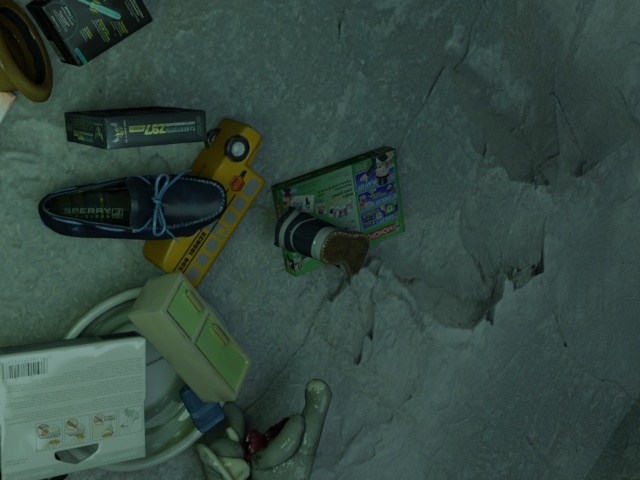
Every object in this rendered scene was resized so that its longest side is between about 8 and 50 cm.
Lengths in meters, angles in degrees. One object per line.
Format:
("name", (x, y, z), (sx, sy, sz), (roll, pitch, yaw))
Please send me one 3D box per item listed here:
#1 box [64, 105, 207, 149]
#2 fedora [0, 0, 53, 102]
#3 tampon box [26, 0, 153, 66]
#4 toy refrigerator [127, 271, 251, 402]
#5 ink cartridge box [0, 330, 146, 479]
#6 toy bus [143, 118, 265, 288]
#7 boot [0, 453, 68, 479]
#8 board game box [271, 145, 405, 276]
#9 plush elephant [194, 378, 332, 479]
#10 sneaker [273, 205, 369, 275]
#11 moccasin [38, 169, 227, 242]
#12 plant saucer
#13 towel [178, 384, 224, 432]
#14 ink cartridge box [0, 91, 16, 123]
("box", (-0.334, -0.204, 1.471), (0.183, 0.233, 0.059), (-9, 104, -32))
("fedora", (-0.527, -0.313, 1.375), (0.079, 0.194, 0.194), (-19, 122, 12))
("tampon box", (-0.403, -0.399, 1.442), (0.161, 0.101, 0.120), (-39, 124, -19))
("toy refrigerator", (-0.244, 0.193, 1.599), (0.269, 0.094, 0.102), (57, 37, -32))
("ink cartridge box", (-0.458, 0.303, 1.517), (0.275, 0.060, 0.238), (-4, 101, -33))
("toy bus", (-0.224, -0.078, 1.665), (0.130, 0.108, 0.332), (37, 83, -37))
("boot", (-0.592, 0.411, 1.580), (0.085, 0.236, 0.178), (-2, 64, -58))
("board game box", (0.048, -0.070, 1.894), (0.317, 0.046, 0.213), (-21, 117, -28))
("plush elephant", (-0.147, 0.471, 1.834), (0.256, 0.272, 0.330), (16, 58, -2))
("sneaker", (0.000, 0.000, 1.808), (0.282, 0.153, 0.099), (21, 90, -67))
("moccasin", (-0.339, -0.053, 1.511), (0.342, 0.117, 0.137), (-11, 84, -10))
("plant saucer", (-0.371, 0.269, 1.682), (0.401, 0.100, 0.400), (-12, 112, -31))
("towel", (-0.246, 0.339, 1.710), (0.067, 0.029, 0.119), (-33, 122, -22))
("ink cartridge box", (-0.625, -0.208, 1.389), (0.145, 0.045, 0.179), (32, 84, -37))
